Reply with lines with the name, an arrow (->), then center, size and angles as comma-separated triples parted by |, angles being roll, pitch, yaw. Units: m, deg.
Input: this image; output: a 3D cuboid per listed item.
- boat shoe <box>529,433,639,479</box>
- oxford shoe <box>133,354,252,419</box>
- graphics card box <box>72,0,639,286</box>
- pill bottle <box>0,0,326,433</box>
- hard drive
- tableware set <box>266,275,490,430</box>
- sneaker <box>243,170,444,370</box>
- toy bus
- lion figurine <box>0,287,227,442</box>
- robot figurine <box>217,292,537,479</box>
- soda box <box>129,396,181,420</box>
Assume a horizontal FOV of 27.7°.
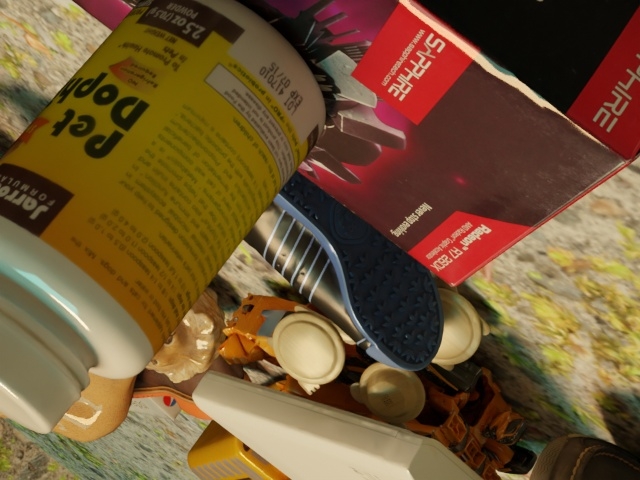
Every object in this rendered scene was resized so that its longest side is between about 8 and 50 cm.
boat shoe -> 0.296, 0.256, 1.006 | 0.130, 0.132, 0.355 | -8, 141, 48
oxford shoe -> -0.183, 0.127, 1.509 | 0.271, 0.097, 0.098 | 7, 124, 44
graphics card box -> -0.013, -0.140, 0.671 | 0.371, 0.094, 0.233 | 38, 159, -2
pill bottle -> -0.099, -0.015, 0.634 | 0.117, 0.215, 0.117 | 30, 158, 14
hard drive -> 0.043, 0.201, 1.113 | 0.203, 0.040, 0.308 | 43, 160, -31
tableware set -> 0.042, 0.073, 1.013 | 0.141, 0.020, 0.168 | 36, 122, 7
sneaker -> 0.000, 0.000, 0.951 | 0.232, 0.081, 0.090 | 55, 152, -15
toy bus -> -0.048, 0.242, 1.490 | 0.130, 0.108, 0.333 | 40, 159, -5
lion figurine -> -0.245, 0.124, 1.415 | 0.240, 0.142, 0.392 | 33, 143, 2
robot figurine -> 0.053, 0.139, 1.153 | 0.291, 0.085, 0.211 | 15, 151, 43
soda box -> -0.243, 0.179, 1.705 | 0.074, 0.069, 0.216 | 47, 156, -23
